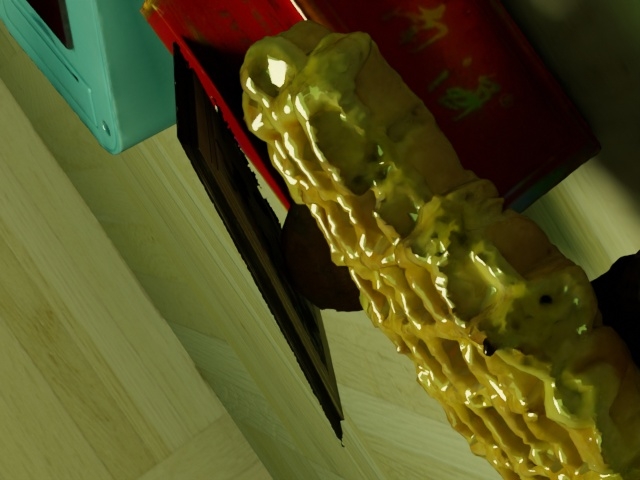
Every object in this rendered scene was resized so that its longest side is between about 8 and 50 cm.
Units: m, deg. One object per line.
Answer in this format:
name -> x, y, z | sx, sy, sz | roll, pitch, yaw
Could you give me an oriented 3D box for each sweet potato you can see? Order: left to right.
sweet potato -> 0.000, 0.000, 0.901 | 0.049, 0.049, 0.117 | 47, 171, 33

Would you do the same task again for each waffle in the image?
waffle -> 0.062, 0.026, 0.708 | 0.253, 0.056, 0.249 | 45, 168, 49

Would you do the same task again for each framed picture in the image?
framed picture -> -0.034, -0.006, 0.948 | 0.199, 0.010, 0.195 | 63, -176, -20

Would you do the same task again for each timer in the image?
timer -> -0.183, -0.217, 1.275 | 0.232, 0.091, 0.250 | 49, 160, 35

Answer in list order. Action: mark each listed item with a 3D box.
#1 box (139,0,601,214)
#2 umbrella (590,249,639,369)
box -> 0.010, -0.094, 0.925 | 0.197, 0.089, 0.313 | 53, 168, -7
umbrella -> 0.157, 0.010, 0.629 | 0.090, 0.094, 0.326 | 29, 166, 5
